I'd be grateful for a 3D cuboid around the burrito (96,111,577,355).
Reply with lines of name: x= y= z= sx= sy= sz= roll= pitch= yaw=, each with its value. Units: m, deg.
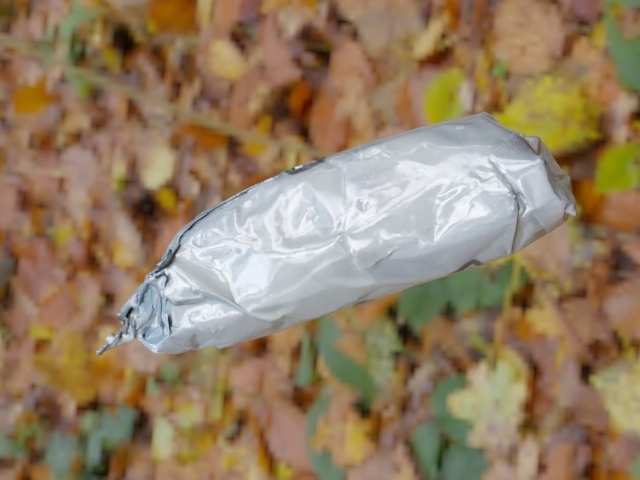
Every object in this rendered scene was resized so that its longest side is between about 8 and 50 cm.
burrito: x=0.000 y=0.000 z=1.643 sx=0.101 sy=0.445 sz=0.139 roll=51 pitch=-159 yaw=-69
